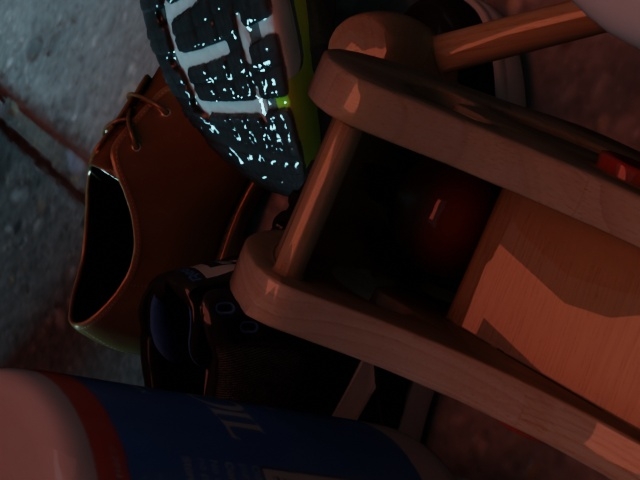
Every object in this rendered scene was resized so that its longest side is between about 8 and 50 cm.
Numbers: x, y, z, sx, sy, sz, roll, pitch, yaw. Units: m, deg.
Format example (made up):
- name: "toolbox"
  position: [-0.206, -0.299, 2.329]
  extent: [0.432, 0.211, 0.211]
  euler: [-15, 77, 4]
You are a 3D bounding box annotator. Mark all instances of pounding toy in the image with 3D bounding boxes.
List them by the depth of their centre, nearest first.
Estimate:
- name: "pounding toy"
  position: [0.079, -0.022, 0.535]
  extent: [0.269, 0.154, 0.155]
  euler: [32, 105, 37]

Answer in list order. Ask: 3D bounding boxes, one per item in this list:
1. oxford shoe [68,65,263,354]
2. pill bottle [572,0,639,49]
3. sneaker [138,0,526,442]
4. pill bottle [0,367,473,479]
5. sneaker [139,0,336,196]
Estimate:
- name: "oxford shoe"
  position: [-0.064, -0.050, 0.812]
  extent: [0.076, 0.076, 0.212]
  euler: [8, 84, 53]
- name: "pill bottle"
  position: [0.136, -0.098, 0.441]
  extent: [0.136, 0.245, 0.136]
  euler: [-19, 65, 47]
- name: "sneaker"
  position: [0.000, 0.000, 0.679]
  extent: [0.079, 0.121, 0.217]
  euler: [17, 92, 51]
- name: "pill bottle"
  position: [-0.024, 0.116, 0.593]
  extent: [0.124, 0.221, 0.124]
  euler: [-18, 66, 46]
- name: "sneaker"
  position: [-0.008, -0.168, 0.752]
  extent: [0.111, 0.121, 0.300]
  euler: [6, 103, 58]
